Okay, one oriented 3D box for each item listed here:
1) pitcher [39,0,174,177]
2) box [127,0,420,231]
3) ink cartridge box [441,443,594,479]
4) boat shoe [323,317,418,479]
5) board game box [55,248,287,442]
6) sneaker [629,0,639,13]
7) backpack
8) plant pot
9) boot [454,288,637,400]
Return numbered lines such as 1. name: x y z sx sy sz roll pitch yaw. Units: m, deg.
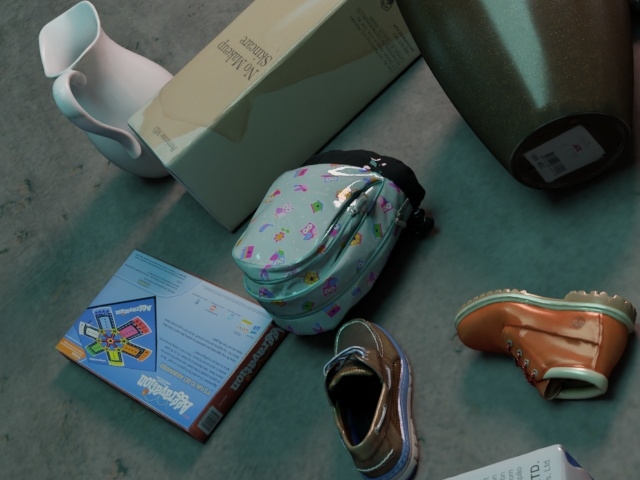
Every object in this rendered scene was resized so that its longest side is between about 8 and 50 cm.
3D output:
1. pitcher: -0.234 -0.151 1.566 0.125 0.207 0.178 -26 40 21
2. box: -0.047 -0.174 1.490 0.311 0.121 0.148 -44 37 -3
3. ink cartridge box: 0.023 0.327 0.893 0.395 0.151 0.270 -22 40 25
4. boat shoe: 0.039 0.124 1.154 0.066 0.066 0.183 -33 37 13
5. board game box: -0.159 0.101 1.395 0.145 0.027 0.281 -51 37 -15
6. sneaker: 0.297 -0.247 1.326 0.044 0.040 0.109 -45 29 24
7. backpack: 0.000 0.000 1.271 0.152 0.115 0.182 -2 46 45
8. plant pot: 0.193 -0.167 1.219 0.215 0.215 0.230 -26 54 21
9. boot: 0.169 0.086 1.084 0.158 0.059 0.085 -3 56 40
